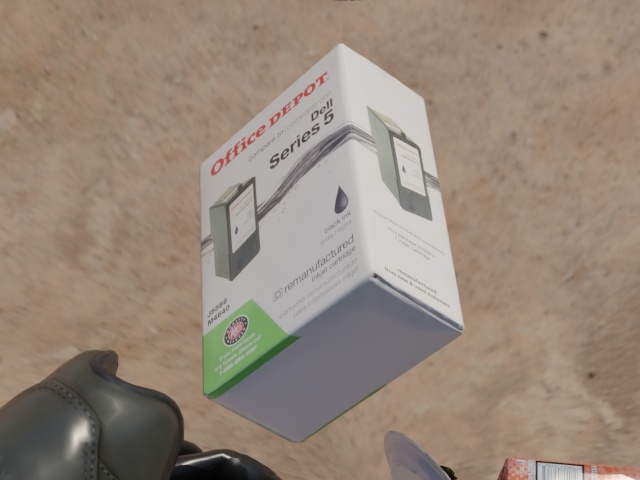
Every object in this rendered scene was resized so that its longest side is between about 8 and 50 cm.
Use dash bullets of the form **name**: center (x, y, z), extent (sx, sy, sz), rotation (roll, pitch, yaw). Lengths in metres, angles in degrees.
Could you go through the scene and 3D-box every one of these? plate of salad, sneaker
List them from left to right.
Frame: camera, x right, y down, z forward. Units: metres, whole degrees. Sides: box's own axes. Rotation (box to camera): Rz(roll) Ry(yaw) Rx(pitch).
- **sneaker**: center (-0.051, 0.141, 0.534), extent (0.109, 0.286, 0.130), rotation (33, 71, 29)
- **plate of salad**: center (0.131, 0.273, 1.599), extent (0.048, 0.200, 0.200), rotation (-32, 81, -16)

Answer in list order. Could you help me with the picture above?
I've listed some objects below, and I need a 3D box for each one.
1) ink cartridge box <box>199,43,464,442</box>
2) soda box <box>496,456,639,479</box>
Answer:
- **ink cartridge box**: center (0.000, 0.000, 1.337), extent (0.198, 0.115, 0.273), rotation (-38, 38, 29)
- **soda box**: center (0.157, 0.131, 0.632), extent (0.183, 0.063, 0.058), rotation (5, 61, 0)
